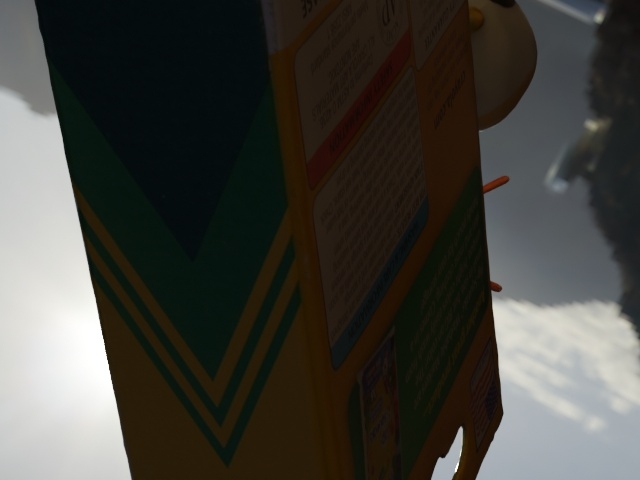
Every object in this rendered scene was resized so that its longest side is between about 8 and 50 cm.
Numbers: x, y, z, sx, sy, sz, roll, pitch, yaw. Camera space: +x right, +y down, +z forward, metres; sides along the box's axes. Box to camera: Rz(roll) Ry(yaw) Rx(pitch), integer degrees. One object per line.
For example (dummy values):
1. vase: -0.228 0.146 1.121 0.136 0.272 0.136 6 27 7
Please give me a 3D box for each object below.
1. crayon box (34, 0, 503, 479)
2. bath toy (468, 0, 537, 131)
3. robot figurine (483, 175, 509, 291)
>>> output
1. crayon box: -0.005 -0.019 0.633 0.083 0.323 0.203 3 -151 20
2. bath toy: 0.076 -0.171 0.933 0.151 0.348 0.129 32 148 2
3. robot figurine: 0.000 0.002 1.026 0.219 0.128 0.158 -3 -175 13
